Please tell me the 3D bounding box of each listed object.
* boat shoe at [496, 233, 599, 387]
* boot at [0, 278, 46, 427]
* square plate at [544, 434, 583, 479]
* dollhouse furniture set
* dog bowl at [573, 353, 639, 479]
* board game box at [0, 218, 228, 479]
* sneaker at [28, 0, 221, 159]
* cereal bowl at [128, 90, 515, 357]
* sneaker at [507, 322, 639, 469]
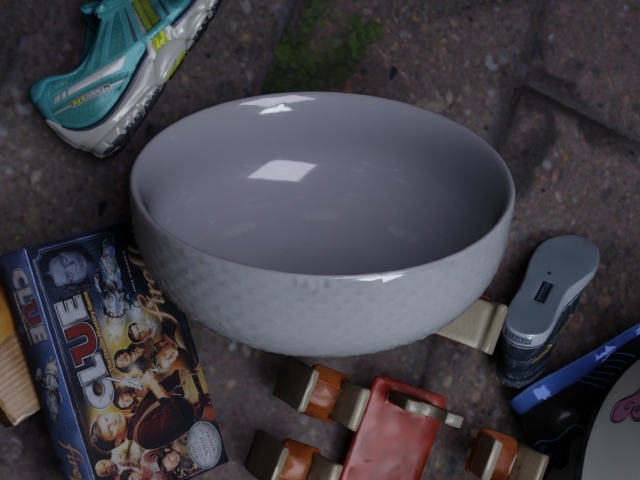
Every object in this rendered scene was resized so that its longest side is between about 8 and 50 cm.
[{"bbox_3d":[0.228,0.070,1.604,0.065,0.083,0.183,25,44,18],"label":"boat shoe"},{"bbox_3d":[-0.389,0.118,1.319,0.295,0.104,0.211,-35,94,-27],"label":"boot"},{"bbox_3d":[0.314,0.420,1.610,0.347,0.049,0.344,43,70,-14],"label":"square plate"},{"bbox_3d":[0.083,0.162,1.515,0.262,0.135,0.259,21,88,-20],"label":"dollhouse furniture set"},{"bbox_3d":[0.442,0.275,1.478,0.408,0.150,0.408,11,68,-29],"label":"dog bowl"},{"bbox_3d":[-0.182,0.110,1.394,0.165,0.042,0.243,-19,93,-50],"label":"board game box"},{"bbox_3d":[-0.163,-0.208,1.441,0.110,0.107,0.275,35,72,-7],"label":"sneaker"},{"bbox_3d":[0.000,0.000,1.395,0.339,0.339,0.141,-14,124,-24],"label":"cereal bowl"},{"bbox_3d":[0.308,0.150,1.610,0.232,0.081,0.090,-28,80,-14],"label":"sneaker"}]
